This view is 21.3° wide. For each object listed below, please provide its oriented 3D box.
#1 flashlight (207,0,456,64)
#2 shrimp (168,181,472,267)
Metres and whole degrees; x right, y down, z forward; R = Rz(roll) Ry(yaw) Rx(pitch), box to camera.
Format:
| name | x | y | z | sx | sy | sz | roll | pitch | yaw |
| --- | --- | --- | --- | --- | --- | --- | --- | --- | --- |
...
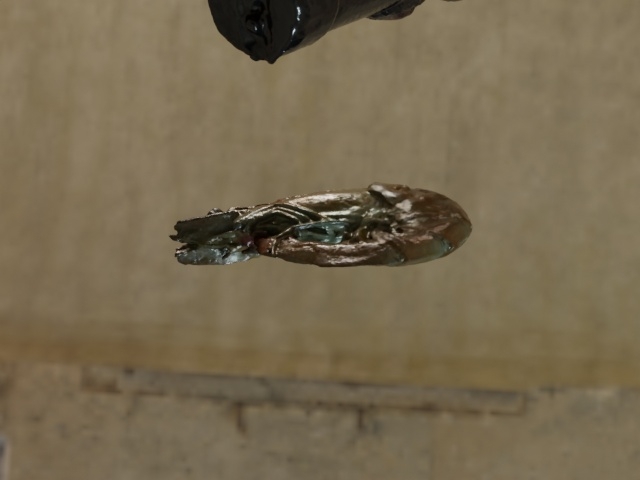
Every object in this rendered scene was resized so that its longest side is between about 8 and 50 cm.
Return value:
| name | x | y | z | sx | sy | sz | roll | pitch | yaw |
| --- | --- | --- | --- | --- | --- | --- | --- | --- | --- |
| flashlight | 0.027 | -0.161 | 1.001 | 0.232 | 0.093 | 0.093 | -33 | 135 | -48 |
| shrimp | 0.000 | 0.000 | 1.008 | 0.099 | 0.180 | 0.041 | -82 | 168 | -63 |
